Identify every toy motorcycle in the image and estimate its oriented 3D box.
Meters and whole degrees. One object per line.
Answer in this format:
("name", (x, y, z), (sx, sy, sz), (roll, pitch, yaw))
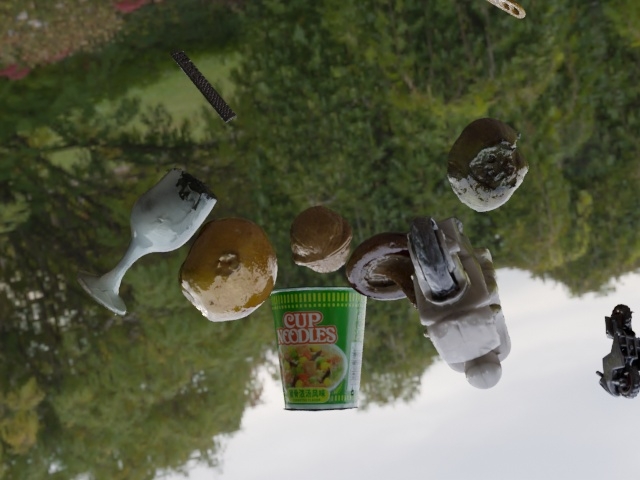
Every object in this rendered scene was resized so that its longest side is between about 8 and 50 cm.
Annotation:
("toy motorcycle", (0.176, 0.074, 1.155), (0.107, 0.223, 0.340), (-22, 176, 12))
("toy motorcycle", (0.654, 0.250, 1.997), (0.080, 0.215, 0.122), (11, 149, -14))

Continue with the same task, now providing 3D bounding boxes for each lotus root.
("lotus root", (0.380, -0.167, 2.015), (0.183, 0.204, 0.078), (33, 176, -16))

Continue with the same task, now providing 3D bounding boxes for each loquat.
("loquat", (-0.167, 0.052, 1.678), (0.187, 0.176, 0.234), (-46, 179, -15))

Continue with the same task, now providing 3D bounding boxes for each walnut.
("walnut", (0.000, 0.000, 1.440), (0.105, 0.105, 0.124), (-11, -156, 4))

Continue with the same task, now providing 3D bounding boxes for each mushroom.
("mushroom", (0.162, 0.079, 1.588), (0.226, 0.148, 0.218), (-13, -144, 2))

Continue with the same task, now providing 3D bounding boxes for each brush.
("brush", (0.258, -0.468, 1.657), (0.013, 0.272, 0.103), (-51, 154, -6))

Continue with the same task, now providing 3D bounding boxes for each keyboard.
("keyboard", (-0.272, -0.361, 2.131), (0.013, 0.204, 0.061), (-37, -175, 24))

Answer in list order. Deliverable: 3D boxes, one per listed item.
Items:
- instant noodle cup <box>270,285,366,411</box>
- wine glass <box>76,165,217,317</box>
("instant noodle cup", (0.003, 0.210, 1.777), (0.207, 0.233, 0.207), (-2, 172, 0))
("wine glass", (-0.348, -0.002, 1.850), (0.321, 0.143, 0.143), (-50, -176, 1))
